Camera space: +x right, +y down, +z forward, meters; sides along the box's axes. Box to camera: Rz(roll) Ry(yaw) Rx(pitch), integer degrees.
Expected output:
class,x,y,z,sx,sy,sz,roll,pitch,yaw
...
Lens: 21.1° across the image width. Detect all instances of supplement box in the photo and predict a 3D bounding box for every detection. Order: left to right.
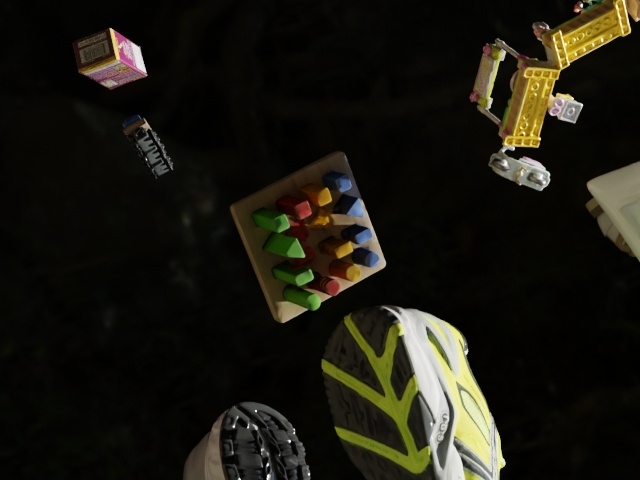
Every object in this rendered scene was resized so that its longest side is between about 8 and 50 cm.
class,x,y,z,sx,sy,sz,roll,pitch,yaw
supplement box,-0.255,-0.220,2.089,0.083,0.055,0.043,29,44,-68

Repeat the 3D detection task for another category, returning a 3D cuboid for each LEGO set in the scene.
class,x,y,z,sx,sy,sz,roll,pitch,yaw
LEGO set,0.260,-0.205,1.929,0.287,0.132,0.107,-57,-144,11

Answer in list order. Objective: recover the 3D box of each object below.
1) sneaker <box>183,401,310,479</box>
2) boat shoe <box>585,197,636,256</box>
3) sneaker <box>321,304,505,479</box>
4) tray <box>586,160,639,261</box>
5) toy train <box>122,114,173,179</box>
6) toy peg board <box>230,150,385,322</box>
class,x,y,z,sx,sy,sz,roll,pitch,yaw
sneaker,-0.059,0.269,1.351,0.108,0.100,0.272,-39,-133,46
boat shoe,0.472,-0.066,2.321,0.103,0.113,0.302,58,-23,6
sneaker,0.122,0.243,1.575,0.145,0.147,0.385,-16,-99,42
tray,0.421,-0.048,1.753,0.145,0.270,0.030,50,35,-27
toy train,-0.169,-0.093,1.675,0.036,0.027,0.158,60,-3,10
toy peg board,0.000,0.000,2.080,0.079,0.160,0.161,19,-47,63
